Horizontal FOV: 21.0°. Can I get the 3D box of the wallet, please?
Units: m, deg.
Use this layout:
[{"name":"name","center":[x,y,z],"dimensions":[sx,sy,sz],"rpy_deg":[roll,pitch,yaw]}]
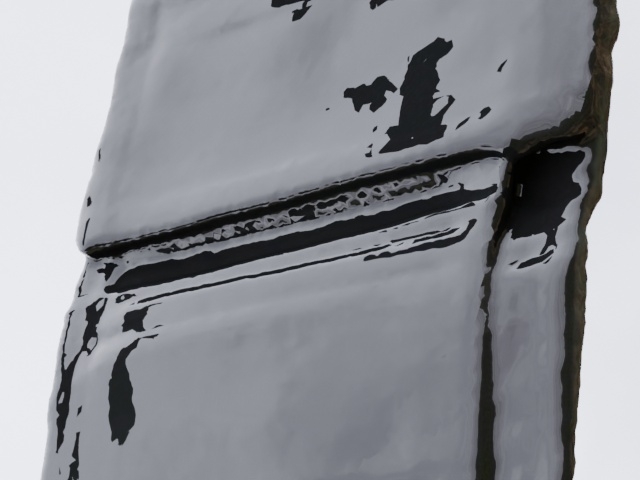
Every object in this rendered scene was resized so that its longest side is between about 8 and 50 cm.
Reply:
[{"name":"wallet","center":[0.000,0.000,0.660],"dimensions":[0.041,0.247,0.323],"rpy_deg":[37,-131,-46]}]
